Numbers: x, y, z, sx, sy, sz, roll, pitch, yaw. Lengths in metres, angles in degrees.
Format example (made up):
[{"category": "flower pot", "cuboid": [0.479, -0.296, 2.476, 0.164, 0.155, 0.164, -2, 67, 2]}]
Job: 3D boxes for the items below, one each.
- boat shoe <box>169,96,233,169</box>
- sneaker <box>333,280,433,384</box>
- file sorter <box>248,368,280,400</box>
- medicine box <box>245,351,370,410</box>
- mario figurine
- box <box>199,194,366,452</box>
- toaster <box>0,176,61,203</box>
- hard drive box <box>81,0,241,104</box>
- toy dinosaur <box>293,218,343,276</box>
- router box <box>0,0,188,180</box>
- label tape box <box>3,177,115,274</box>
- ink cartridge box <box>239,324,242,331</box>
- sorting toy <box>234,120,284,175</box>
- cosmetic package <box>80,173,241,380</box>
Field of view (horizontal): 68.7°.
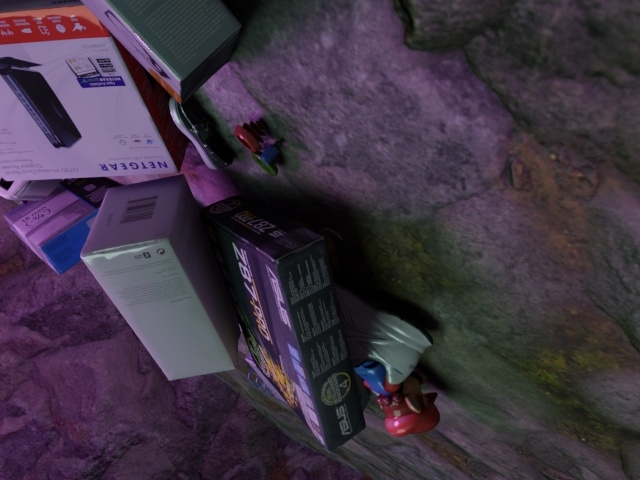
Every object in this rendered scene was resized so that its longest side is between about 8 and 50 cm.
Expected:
[{"category": "boat shoe", "cuboid": [-0.189, -0.176, 0.761, 0.040, 0.049, 0.142, -5, 136, 27]}, {"category": "sneaker", "cuboid": [0.054, 0.159, 0.881, 0.297, 0.129, 0.111, 27, 177, 24]}, {"category": "file sorter", "cuboid": [-0.169, 0.528, 1.773, 0.171, 0.104, 0.118, 18, 148, 31]}, {"category": "medicine box", "cuboid": [-0.030, 0.400, 1.359, 0.290, 0.149, 0.263, 20, 148, 31]}, {"category": "mario figurine", "cuboid": [0.152, 0.276, 1.029, 0.320, 0.170, 0.198, 50, -172, -4]}, {"category": "box", "cuboid": [-0.071, 0.137, 0.855, 0.318, 0.097, 0.394, 26, 136, 51]}, {"category": "toaster", "cuboid": [-0.721, -0.185, 1.149, 0.129, 0.227, 0.146, 38, -175, -4]}, {"category": "hard drive box", "cuboid": [-0.205, -0.275, 0.508, 0.232, 0.089, 0.181, 47, 174, -16]}, {"category": "toy dinosaur", "cuboid": [0.000, 0.000, 0.809, 0.113, 0.064, 0.211, 16, 160, 13]}, {"category": "router box", "cuboid": [-0.421, -0.231, 0.738, 0.336, 0.082, 0.301, -2, 143, 7]}, {"category": "label tape box", "cuboid": [-0.700, -0.079, 1.273, 0.334, 0.241, 0.105, 26, 145, 33]}, {"category": "ink cartridge box", "cuboid": [-0.255, 0.237, 1.473, 0.122, 0.052, 0.088, 43, 153, -8]}, {"category": "sorting toy", "cuboid": [-0.083, -0.141, 0.701, 0.061, 0.042, 0.102, 35, 170, 40]}, {"category": "cosmetic package", "cuboid": [-0.276, 0.083, 0.903, 0.155, 0.196, 0.365, -11, 130, 1]}]
